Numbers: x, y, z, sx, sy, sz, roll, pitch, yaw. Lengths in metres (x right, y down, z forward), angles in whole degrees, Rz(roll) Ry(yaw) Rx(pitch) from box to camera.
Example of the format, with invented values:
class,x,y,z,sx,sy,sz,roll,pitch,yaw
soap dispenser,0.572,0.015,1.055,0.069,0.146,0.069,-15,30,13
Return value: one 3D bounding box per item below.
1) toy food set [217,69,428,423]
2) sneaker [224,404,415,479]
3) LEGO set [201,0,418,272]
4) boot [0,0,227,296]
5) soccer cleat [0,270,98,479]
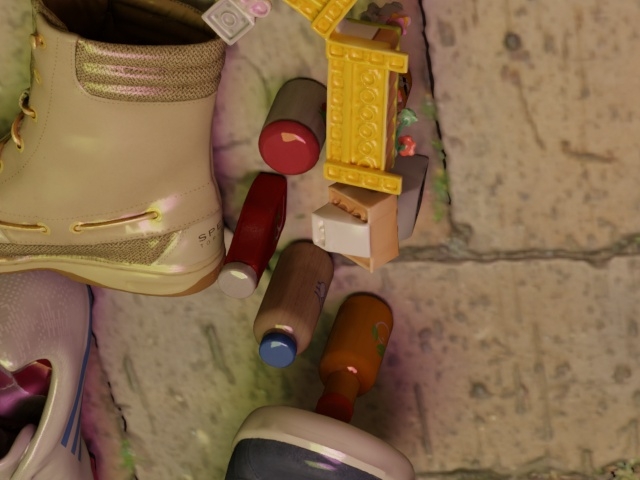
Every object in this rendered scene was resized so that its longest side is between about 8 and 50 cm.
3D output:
class,x,y,z,sx,sy,sz,roll,pitch,yaw
toy food set,0.000,0.000,1.090,0.111,0.104,0.232,13,129,6
sneaker,-0.030,0.234,1.190,0.131,0.148,0.350,21,151,2
LEGO set,0.004,-0.128,0.982,0.132,0.107,0.287,-20,115,34
boot,-0.186,-0.073,1.092,0.261,0.095,0.203,10,130,6
soccer cleat,-0.229,0.148,1.247,0.116,0.143,0.331,12,130,7
